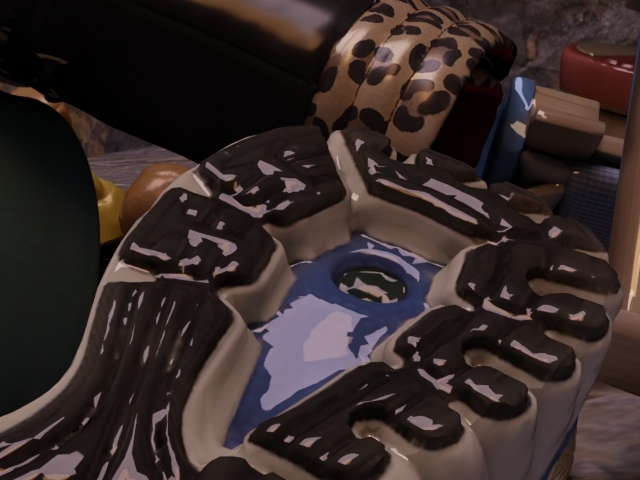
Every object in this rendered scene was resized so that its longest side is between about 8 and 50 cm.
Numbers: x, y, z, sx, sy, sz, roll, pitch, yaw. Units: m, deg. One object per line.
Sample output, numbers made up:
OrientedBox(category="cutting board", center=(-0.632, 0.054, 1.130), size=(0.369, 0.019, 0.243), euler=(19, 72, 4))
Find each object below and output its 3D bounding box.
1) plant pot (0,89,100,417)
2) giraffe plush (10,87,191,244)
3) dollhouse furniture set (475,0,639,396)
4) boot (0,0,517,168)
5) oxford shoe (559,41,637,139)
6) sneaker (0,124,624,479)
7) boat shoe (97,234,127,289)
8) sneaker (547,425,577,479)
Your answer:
OrientedBox(category="plant pot", center=(-0.254, 0.004, 0.822), size=(0.255, 0.271, 0.272), euler=(9, -4, -39))
OrientedBox(category="giraffe plush", center=(-0.142, 0.000, 1.236), size=(0.170, 0.181, 0.210), euler=(7, -24, 18))
OrientedBox(category="dollhouse furniture set", center=(0.214, 0.042, 0.861), size=(0.286, 0.198, 0.303), euler=(15, -26, -4))
OrientedBox(category="boot", center=(-0.047, -0.102, 0.915), size=(0.284, 0.138, 0.377), euler=(25, 2, 9))
OrientedBox(category="oxford shoe", center=(0.300, -0.025, 1.153), size=(0.123, 0.130, 0.348), euler=(-8, 27, -45))
OrientedBox(category="sneaker", center=(-0.045, 0.108, 0.329), size=(0.130, 0.147, 0.330), euler=(26, 38, 23))
OrientedBox(category="boat shoe", center=(-0.050, 0.046, 0.878), size=(0.285, 0.103, 0.092), euler=(7, 8, 36))
OrientedBox(category="sneaker", center=(0.039, 0.079, 0.682), size=(0.085, 0.058, 0.152), euler=(4, 6, 25))
